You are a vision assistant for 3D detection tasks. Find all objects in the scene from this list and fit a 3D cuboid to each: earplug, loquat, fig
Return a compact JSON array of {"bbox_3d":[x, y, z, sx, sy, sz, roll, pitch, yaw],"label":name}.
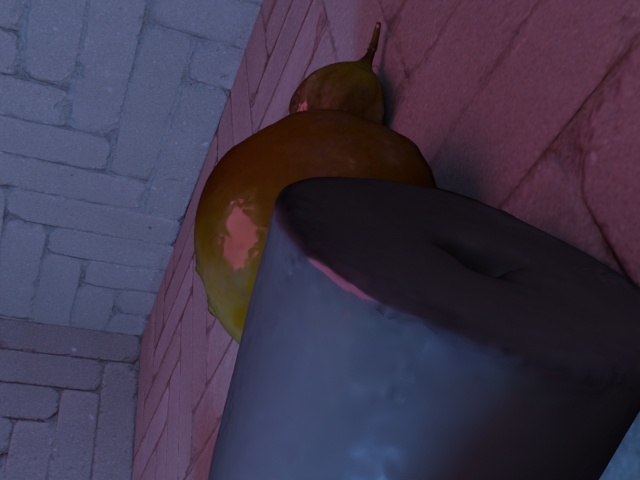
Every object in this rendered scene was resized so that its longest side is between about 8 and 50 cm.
[{"bbox_3d":[0.064,0.174,0.595,0.312,0.313,0.393,-119,42,-60],"label":"earplug"},{"bbox_3d":[0.000,0.000,0.840,0.328,0.329,0.328,-169,90,-69],"label":"loquat"},{"bbox_3d":[0.048,-0.254,1.123,0.257,0.159,0.159,-65,18,-13],"label":"fig"}]
